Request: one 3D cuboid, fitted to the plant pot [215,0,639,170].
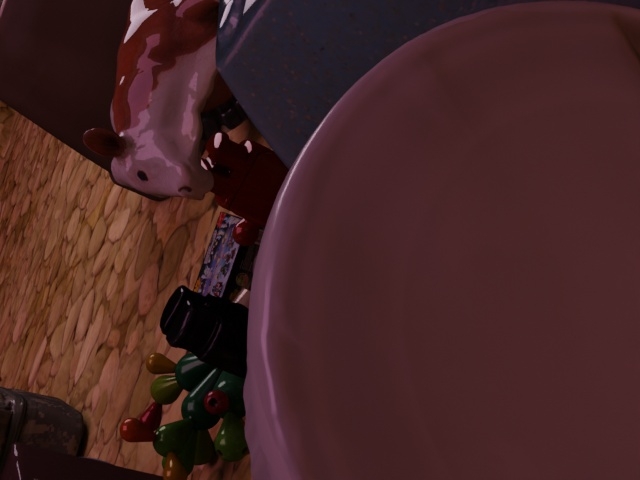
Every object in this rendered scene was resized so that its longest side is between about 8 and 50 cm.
[{"bbox_3d":[0.087,-0.134,0.579,0.248,0.252,0.247,-47,33,43],"label":"plant pot"}]

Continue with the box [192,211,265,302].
[{"bbox_3d":[-0.099,0.043,1.128,0.094,0.027,0.137,18,89,68],"label":"box"}]

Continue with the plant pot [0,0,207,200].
[{"bbox_3d":[-0.287,-0.246,1.448,0.323,0.280,0.323,-48,32,44],"label":"plant pot"}]

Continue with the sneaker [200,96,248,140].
[{"bbox_3d":[-0.070,-0.314,1.222,0.410,0.158,0.182,-60,8,12],"label":"sneaker"}]

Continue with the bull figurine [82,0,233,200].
[{"bbox_3d":[-0.084,-0.169,0.851,0.188,0.101,0.310,-33,37,25],"label":"bull figurine"}]

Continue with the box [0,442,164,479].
[{"bbox_3d":[-0.215,0.313,0.994,0.167,0.168,0.203,-67,23,9],"label":"box"}]

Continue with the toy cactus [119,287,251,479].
[{"bbox_3d":[-0.106,0.126,1.010,0.181,0.112,0.219,-63,14,-7],"label":"toy cactus"}]

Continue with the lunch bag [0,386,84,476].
[{"bbox_3d":[-0.477,0.328,1.444,0.212,0.256,0.305,1,74,66],"label":"lunch bag"}]

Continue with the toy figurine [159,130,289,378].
[{"bbox_3d":[0.000,0.000,0.815,0.209,0.148,0.213,-32,42,47],"label":"toy figurine"}]

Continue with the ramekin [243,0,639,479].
[{"bbox_3d":[0.096,0.057,0.417,0.127,0.272,0.273,128,153,-63],"label":"ramekin"}]
